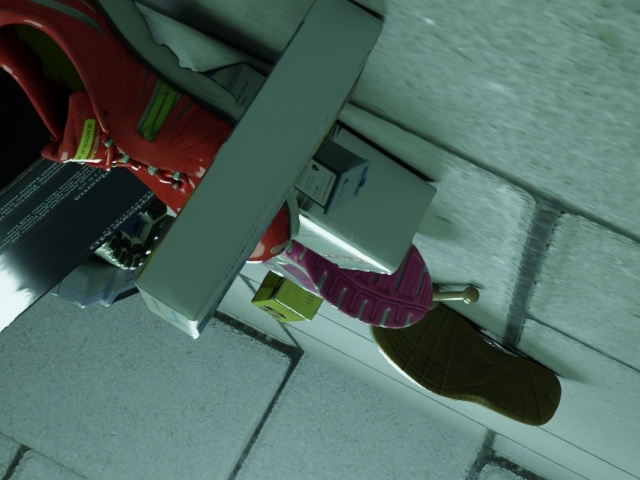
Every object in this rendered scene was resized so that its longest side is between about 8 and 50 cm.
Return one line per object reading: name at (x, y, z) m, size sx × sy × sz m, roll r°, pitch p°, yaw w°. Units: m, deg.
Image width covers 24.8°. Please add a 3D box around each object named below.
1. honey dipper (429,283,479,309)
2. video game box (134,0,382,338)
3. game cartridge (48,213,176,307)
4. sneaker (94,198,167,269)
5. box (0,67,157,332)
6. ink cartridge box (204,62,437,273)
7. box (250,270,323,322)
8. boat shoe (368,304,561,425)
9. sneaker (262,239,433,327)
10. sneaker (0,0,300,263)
honey dipper at (0.132, 0.060, 1.568) m, size 0.030 × 0.030 × 0.161 m, roll 30°, pitch 170°, yaw -14°
video game box at (-0.040, -0.040, 0.904) m, size 0.048 × 0.205 × 0.187 m, roll 32°, pitch 171°, yaw 2°
game cartridge at (-0.311, 0.000, 1.908) m, size 0.230 × 0.068 × 0.355 m, roll 26°, pitch -163°, yaw 14°
sneaker at (-0.312, -0.060, 1.686) m, size 0.147 × 0.130 × 0.330 m, roll 22°, pitch 170°, yaw 24°
box at (-0.323, -0.038, 1.240) m, size 0.179 × 0.343 × 0.312 m, roll 48°, pitch 174°, yaw 10°
ink cartridge box at (-0.023, -0.055, 1.174) m, size 0.191 × 0.082 × 0.139 m, roll 30°, pitch 171°, yaw -19°
box at (-0.034, 0.058, 1.911) m, size 0.058 × 0.087 × 0.232 m, roll 31°, pitch 173°, yaw -6°
boat shoe at (0.160, 0.148, 1.770) m, size 0.277 × 0.098 × 0.096 m, roll 30°, pitch 171°, yaw -23°
sneaker at (0.000, 0.000, 1.430) m, size 0.252 × 0.103 × 0.111 m, roll 34°, pitch 177°, yaw 7°
sneaker at (-0.138, -0.075, 1.019) m, size 0.279 × 0.118 × 0.107 m, roll 44°, pitch 133°, yaw -3°
